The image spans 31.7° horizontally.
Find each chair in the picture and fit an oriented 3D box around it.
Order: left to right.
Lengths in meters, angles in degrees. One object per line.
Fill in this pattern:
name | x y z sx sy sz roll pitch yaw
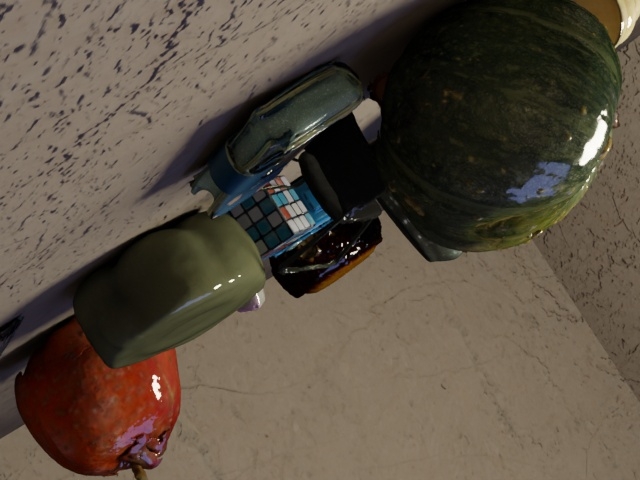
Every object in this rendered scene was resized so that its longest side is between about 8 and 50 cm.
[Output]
chair | 0.021 -0.074 1.510 0.221 0.140 0.145 -40 164 33

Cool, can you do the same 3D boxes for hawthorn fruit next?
hawthorn fruit | -0.335 0.263 1.782 0.276 0.308 0.276 -23 165 -7

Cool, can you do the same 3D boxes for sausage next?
sausage | 0.089 -0.185 1.443 0.050 0.048 0.145 -27 179 6

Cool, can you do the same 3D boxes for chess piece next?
chess piece | 0.511 -0.398 1.725 0.397 0.117 0.117 -32 176 -38

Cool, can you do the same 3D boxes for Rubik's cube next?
Rubik's cube | -0.079 -0.030 1.653 0.092 0.092 0.092 -34 177 22

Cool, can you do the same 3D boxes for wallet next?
wallet | -0.052 -0.103 1.183 0.141 0.059 0.202 -39 -178 -34

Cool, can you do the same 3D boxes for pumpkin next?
pumpkin | 0.199 -0.125 1.292 0.292 0.257 0.328 -59 164 -25

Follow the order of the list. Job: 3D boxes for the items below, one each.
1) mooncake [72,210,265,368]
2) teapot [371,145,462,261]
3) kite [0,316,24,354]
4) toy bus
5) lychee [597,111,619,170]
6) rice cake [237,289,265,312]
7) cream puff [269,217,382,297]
mooncake | -0.205 0.063 1.519 0.275 0.135 0.275 -32 173 -4
teapot | 0.260 -0.152 2.065 0.344 0.253 0.300 -38 -150 0
kite | -0.508 0.186 1.477 0.335 0.011 0.314 -35 176 14
toy bus | -0.022 -0.055 1.859 0.184 0.090 0.106 -32 174 -4
lychee | 0.500 -0.254 2.429 0.300 0.300 0.300 -33 177 -2
rice cake | -0.146 0.051 1.803 0.056 0.073 0.365 -29 -168 -8
cream puff | 0.000 0.000 2.186 0.239 0.165 0.239 -33 176 -3
